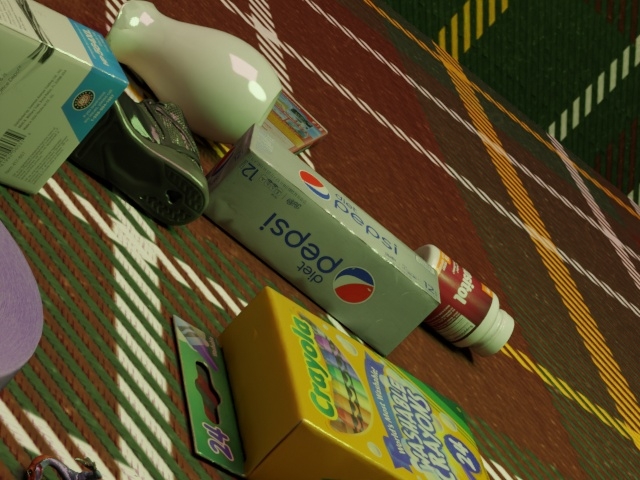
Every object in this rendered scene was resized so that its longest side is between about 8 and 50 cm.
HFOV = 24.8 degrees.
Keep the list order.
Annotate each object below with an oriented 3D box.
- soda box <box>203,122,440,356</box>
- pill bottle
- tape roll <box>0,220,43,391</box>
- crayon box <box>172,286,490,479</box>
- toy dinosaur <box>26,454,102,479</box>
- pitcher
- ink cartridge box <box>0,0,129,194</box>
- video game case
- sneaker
[{"bbox_3d":[0.000,0.000,1.654,0.286,0.098,0.091,38,20,-14],"label":"soda box"},{"bbox_3d":[0.170,0.080,1.851,0.152,0.086,0.086,38,19,-18],"label":"pill bottle"},{"bbox_3d":[-0.321,0.016,0.966,0.275,0.090,0.275,39,18,-16],"label":"tape roll"},{"bbox_3d":[0.022,0.174,1.345,0.323,0.083,0.203,33,21,-29],"label":"crayon box"},{"bbox_3d":[-0.169,0.184,1.029,0.082,0.047,0.090,39,-16,14],"label":"toy dinosaur"},{"bbox_3d":[-0.149,-0.213,1.779,0.207,0.125,0.178,32,21,0],"label":"pitcher"},{"bbox_3d":[-0.296,-0.143,1.271,0.203,0.148,0.086,24,27,-46],"label":"ink cartridge box"},{"bbox_3d":[-0.102,-0.190,1.975,0.204,0.025,0.285,44,19,2],"label":"video game case"},{"bbox_3d":[-0.209,-0.120,1.508,0.227,0.087,0.130,39,17,-23],"label":"sneaker"}]
